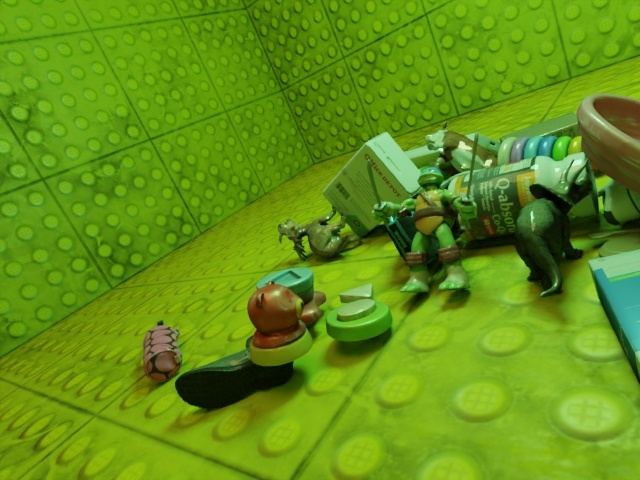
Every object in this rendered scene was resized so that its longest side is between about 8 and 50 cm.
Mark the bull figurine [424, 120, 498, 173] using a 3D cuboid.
[{"bbox_3d":[0.437,-0.261,1.339,0.188,0.101,0.310,-31,57,-34],"label":"bull figurine"}]

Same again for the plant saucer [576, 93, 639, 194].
[{"bbox_3d":[0.615,-0.154,0.767,0.332,0.084,0.332,10,41,-8],"label":"plant saucer"}]

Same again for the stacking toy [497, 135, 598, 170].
[{"bbox_3d":[0.655,-0.226,1.131,0.330,0.141,0.141,1,30,47],"label":"stacking toy"}]

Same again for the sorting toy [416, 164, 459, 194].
[{"bbox_3d":[0.380,-0.186,1.472,0.366,0.127,0.126,-26,-7,-12],"label":"sorting toy"}]

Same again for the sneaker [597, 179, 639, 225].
[{"bbox_3d":[0.614,-0.108,0.868,0.091,0.094,0.258,-30,2,41],"label":"sneaker"}]

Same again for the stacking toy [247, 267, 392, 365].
[{"bbox_3d":[-0.011,0.110,0.885,0.280,0.130,0.309,-12,12,1],"label":"stacking toy"}]

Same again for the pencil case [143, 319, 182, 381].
[{"bbox_3d":[-0.406,0.284,1.106,0.098,0.095,0.209,-13,14,-20],"label":"pencil case"}]

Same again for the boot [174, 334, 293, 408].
[{"bbox_3d":[-0.159,0.253,0.887,0.247,0.083,0.161,-15,12,5],"label":"boot"}]

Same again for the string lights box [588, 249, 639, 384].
[{"bbox_3d":[0.430,0.096,0.511,0.133,0.076,0.259,-17,18,26],"label":"string lights box"}]

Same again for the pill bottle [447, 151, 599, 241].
[{"bbox_3d":[0.439,-0.094,0.947,0.278,0.162,0.162,-12,20,39],"label":"pill bottle"}]

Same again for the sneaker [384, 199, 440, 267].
[{"bbox_3d":[0.254,-0.060,1.102,0.125,0.139,0.341,-39,6,27],"label":"sneaker"}]

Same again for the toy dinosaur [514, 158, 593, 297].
[{"bbox_3d":[0.387,-0.010,0.756,0.121,0.160,0.313,-6,24,49],"label":"toy dinosaur"}]

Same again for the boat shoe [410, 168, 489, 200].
[{"bbox_3d":[0.406,-0.139,1.228,0.103,0.118,0.320,-37,12,-37],"label":"boat shoe"}]

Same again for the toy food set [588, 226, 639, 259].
[{"bbox_3d":[0.523,0.022,0.701,0.132,0.038,0.192,-10,11,26],"label":"toy food set"}]

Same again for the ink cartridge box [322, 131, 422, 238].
[{"bbox_3d":[0.161,-0.164,1.327,0.117,0.201,0.278,-37,-4,-38],"label":"ink cartridge box"}]

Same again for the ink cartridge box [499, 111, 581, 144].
[{"bbox_3d":[0.723,-0.323,1.393,0.235,0.088,0.193,-18,16,23],"label":"ink cartridge box"}]

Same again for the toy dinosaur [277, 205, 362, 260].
[{"bbox_3d":[0.000,0.000,1.373,0.200,0.127,0.296,-36,31,-12],"label":"toy dinosaur"}]

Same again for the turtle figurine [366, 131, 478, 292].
[{"bbox_3d":[0.200,-0.033,0.847,0.198,0.266,0.274,-4,-9,7],"label":"turtle figurine"}]

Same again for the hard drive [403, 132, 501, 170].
[{"bbox_3d":[0.481,-0.320,1.612,0.233,0.047,0.353,5,-7,-40],"label":"hard drive"}]
